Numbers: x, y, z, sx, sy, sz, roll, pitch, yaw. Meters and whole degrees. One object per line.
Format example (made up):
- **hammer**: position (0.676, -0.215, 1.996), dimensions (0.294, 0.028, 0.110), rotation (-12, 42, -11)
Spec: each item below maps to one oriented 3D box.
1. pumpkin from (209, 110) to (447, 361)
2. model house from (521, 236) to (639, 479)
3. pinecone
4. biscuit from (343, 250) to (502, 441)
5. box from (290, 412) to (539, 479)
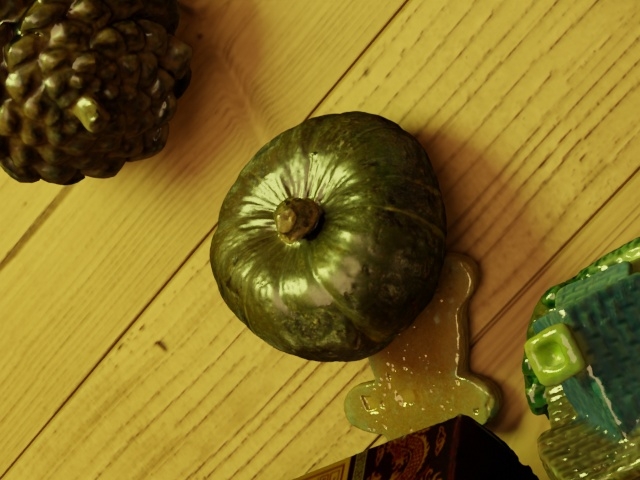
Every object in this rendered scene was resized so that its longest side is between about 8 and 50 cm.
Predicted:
- **pumpkin**: position (0.000, 0.000, 1.669), dimensions (0.219, 0.162, 0.219), rotation (-12, 68, 30)
- **model house**: position (0.230, 0.123, 1.566), dimensions (0.195, 0.189, 0.214), rotation (-24, 86, 27)
- **pinecone**: position (-0.253, -0.166, 1.764), dimensions (0.257, 0.243, 0.243), rotation (18, 105, 35)
- **biscuit**: position (0.088, 0.130, 1.733), dimensions (0.153, 0.030, 0.234), rotation (-7, 94, 34)
- **box**: position (-0.011, 0.333, 1.662), dimensions (0.415, 0.264, 0.116), rotation (-26, 127, 35)
